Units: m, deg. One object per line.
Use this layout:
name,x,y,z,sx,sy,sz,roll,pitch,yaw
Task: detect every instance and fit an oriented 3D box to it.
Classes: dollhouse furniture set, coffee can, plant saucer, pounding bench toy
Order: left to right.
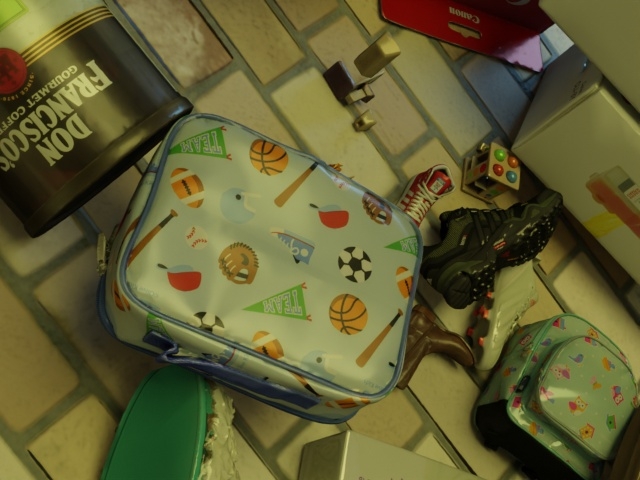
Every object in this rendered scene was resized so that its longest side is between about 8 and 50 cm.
coffee can,-0.286,-0.170,1.022,0.275,0.201,0.201,50,53,-6
dollhouse furniture set,0.083,-0.208,1.336,0.081,0.114,0.091,-29,87,-42
pounding bench toy,0.231,-0.103,1.420,0.052,0.065,0.083,23,60,-24
plant saucer,0.390,0.306,1.294,0.278,0.041,0.278,-32,128,-52

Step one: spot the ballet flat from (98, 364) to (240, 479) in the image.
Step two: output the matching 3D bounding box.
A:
ballet flat,-0.150,0.318,0.988,0.147,0.147,0.409,23,63,-24

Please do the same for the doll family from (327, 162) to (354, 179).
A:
doll family,0.000,0.000,1.194,0.262,0.118,0.163,-14,79,-36

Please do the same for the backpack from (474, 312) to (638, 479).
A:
backpack,0.299,0.184,1.307,0.166,0.144,0.188,37,53,-10

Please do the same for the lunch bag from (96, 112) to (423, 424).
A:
lunch bag,-0.058,0.033,1.009,0.303,0.115,0.243,24,61,-15

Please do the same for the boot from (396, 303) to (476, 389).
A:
boot,0.121,0.145,1.269,0.106,0.037,0.114,40,51,2

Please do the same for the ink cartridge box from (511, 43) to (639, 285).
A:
ink cartridge box,0.469,-0.098,1.482,0.384,0.160,0.279,45,39,-11

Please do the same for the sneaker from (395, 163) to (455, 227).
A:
sneaker,0.127,-0.047,1.329,0.042,0.067,0.118,36,57,-18

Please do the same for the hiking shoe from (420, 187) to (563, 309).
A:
hiking shoe,0.206,-0.015,1.328,0.227,0.086,0.114,-33,58,-29

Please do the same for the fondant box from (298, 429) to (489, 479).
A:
fondant box,0.120,0.371,1.145,0.330,0.096,0.238,23,61,-23

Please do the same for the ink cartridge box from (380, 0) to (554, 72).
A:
ink cartridge box,0.235,-0.414,1.505,0.309,0.130,0.272,11,67,-30

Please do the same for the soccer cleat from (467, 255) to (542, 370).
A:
soccer cleat,0.237,0.081,1.348,0.076,0.068,0.196,21,57,-5

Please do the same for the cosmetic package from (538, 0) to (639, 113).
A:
cosmetic package,0.467,-0.245,1.335,0.385,0.156,0.217,44,39,-12
